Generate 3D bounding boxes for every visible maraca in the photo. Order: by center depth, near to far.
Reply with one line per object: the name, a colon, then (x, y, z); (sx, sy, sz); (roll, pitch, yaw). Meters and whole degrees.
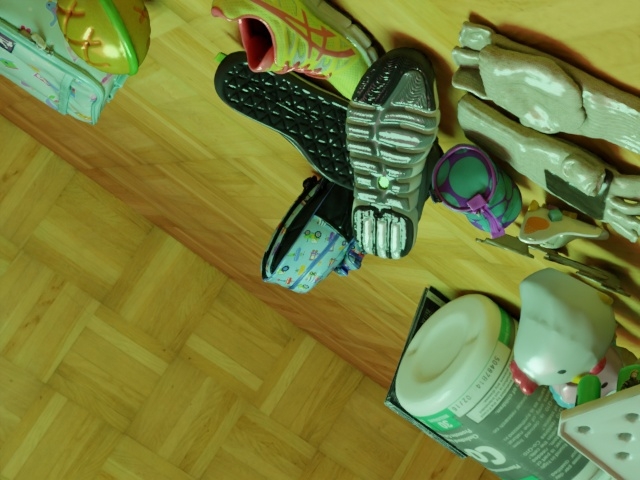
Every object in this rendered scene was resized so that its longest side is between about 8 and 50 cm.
maraca: (-0.259, -0.273, 1.376); (0.185, 0.099, 0.127); (62, 162, -8)

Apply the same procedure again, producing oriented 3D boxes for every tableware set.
tableware set: (0.252, 0.023, 1.287); (0.169, 0.020, 0.141); (24, -174, 36)

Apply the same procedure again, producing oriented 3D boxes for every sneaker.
sneaker: (-0.027, -0.182, 1.094); (0.081, 0.094, 0.208); (18, 163, 49)
sneaker: (0.080, -0.105, 1.160); (0.086, 0.132, 0.228); (17, 130, 13)
sneaker: (-0.014, -0.145, 1.340); (0.235, 0.084, 0.097); (36, -167, -9)

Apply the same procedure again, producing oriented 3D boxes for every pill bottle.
pill bottle: (0.305, 0.255, 1.777); (0.361, 0.204, 0.204); (37, 169, -19)

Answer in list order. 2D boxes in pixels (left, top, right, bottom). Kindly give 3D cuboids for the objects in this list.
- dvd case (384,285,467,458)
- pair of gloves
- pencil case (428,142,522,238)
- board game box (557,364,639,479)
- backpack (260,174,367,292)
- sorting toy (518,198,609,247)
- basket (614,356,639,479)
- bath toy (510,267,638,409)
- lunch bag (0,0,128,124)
dvd case: (0.193, 0.202, 1.860); (0.164, 0.221, 0.018); (37, 144, -20)
pair of gloves: (0.197, -0.087, 1.007); (0.204, 0.042, 0.240); (30, 168, 15)
pencil case: (0.154, -0.047, 1.169); (0.065, 0.070, 0.152); (-18, 168, 17)
board game box: (0.442, 0.161, 0.863); (0.390, 0.050, 0.390); (38, 137, -23)
backpack: (0.000, 0.000, 1.613); (0.117, 0.173, 0.158); (35, 168, -9)
sorting toy: (0.248, -0.012, 1.201); (0.075, 0.044, 0.083); (12, -178, 24)
basket: (0.419, 0.247, 1.184); (0.299, 0.213, 0.223); (30, 135, 18)
bath toy: (0.280, 0.125, 1.328); (0.151, 0.129, 0.348); (29, 179, 19)
lunch bag: (-0.380, -0.267, 1.704); (0.224, 0.108, 0.279); (35, 169, -7)
